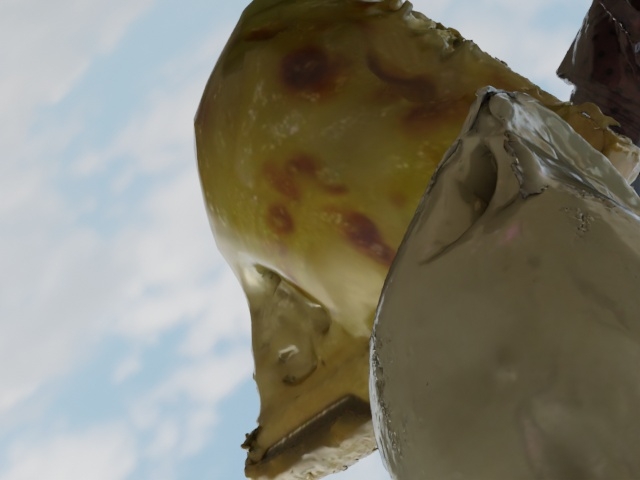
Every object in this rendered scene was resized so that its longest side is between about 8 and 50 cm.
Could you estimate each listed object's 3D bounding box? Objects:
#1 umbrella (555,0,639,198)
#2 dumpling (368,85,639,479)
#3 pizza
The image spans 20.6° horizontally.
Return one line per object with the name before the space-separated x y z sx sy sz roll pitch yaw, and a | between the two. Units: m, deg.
umbrella | 0.188 -0.136 0.942 0.094 0.090 0.326 118 -8 -88
dumpling | 0.078 0.054 0.519 0.118 0.136 0.199 -12 -119 37
pizza | -0.002 -0.009 0.691 0.188 0.081 0.204 44 -73 32
